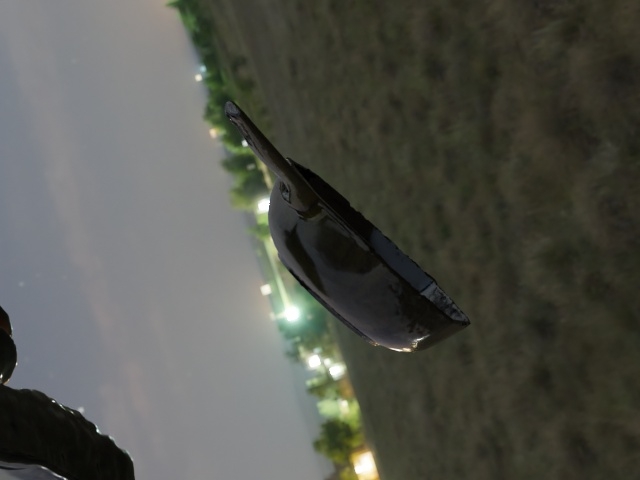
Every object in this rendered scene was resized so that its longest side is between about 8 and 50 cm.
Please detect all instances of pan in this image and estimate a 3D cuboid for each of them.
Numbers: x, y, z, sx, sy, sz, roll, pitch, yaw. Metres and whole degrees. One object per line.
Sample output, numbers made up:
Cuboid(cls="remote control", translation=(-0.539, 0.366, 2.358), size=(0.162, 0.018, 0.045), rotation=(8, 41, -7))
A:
Cuboid(cls="pan", translation=(-0.006, -0.007, 0.589), size=(0.202, 0.048, 0.128), rotation=(41, -176, -28))

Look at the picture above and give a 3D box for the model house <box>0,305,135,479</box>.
Cuboid(cls="model house", translation=(-0.276, 0.057, 0.681), size=(0.271, 0.190, 0.301), rotation=(41, -161, -55))
